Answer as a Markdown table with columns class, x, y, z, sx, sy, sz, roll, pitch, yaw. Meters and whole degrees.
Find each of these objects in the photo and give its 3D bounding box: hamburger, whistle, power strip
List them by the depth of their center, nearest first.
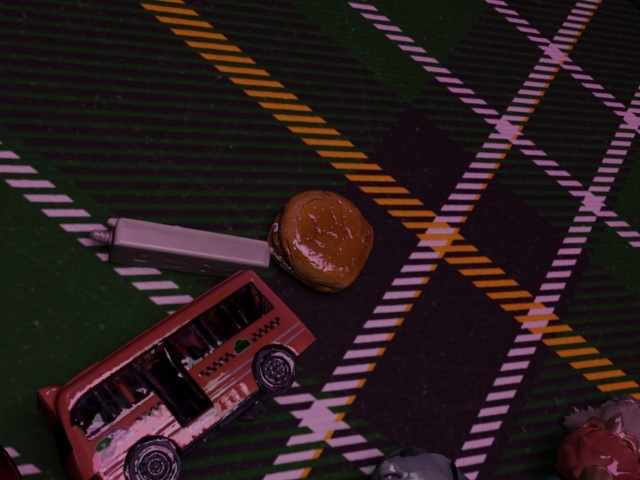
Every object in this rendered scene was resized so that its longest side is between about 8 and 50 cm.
| class | x | y | z | sx | sy | sz | roll | pitch | yaw |
| --- | --- | --- | --- | --- | --- | --- | --- | --- | --- |
| whistle | 0.182 | 0.464 | 1.272 | 0.290 | 0.163 | 0.163 | 49 | 48 | -39 |
| power strip | -0.249 | 0.018 | 1.296 | 0.338 | 0.098 | 0.058 | 10 | 66 | -20 |
| hamburger | -0.001 | 0.001 | 1.419 | 0.213 | 0.108 | 0.214 | 12 | 64 | -25 |

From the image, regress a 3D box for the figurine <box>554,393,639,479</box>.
| class | x | y | z | sx | sy | sz | roll | pitch | yaw |
| --- | --- | --- | --- | --- | --- | --- | --- | --- | --- |
| figurine | 0.569 | 0.415 | 1.409 | 0.207 | 0.166 | 0.387 | 29 | 26 | 31 |

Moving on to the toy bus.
| class | x | y | z | sx | sy | sz | roll | pitch | yaw |
| --- | --- | --- | --- | --- | --- | --- | --- | --- | --- |
| toy bus | -0.227 | 0.240 | 1.142 | 0.427 | 0.203 | 0.233 | -34 | 79 | -34 |

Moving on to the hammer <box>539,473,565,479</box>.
| class | x | y | z | sx | sy | sz | roll | pitch | yaw |
| --- | --- | --- | --- | --- | --- | --- | --- | --- | --- |
| hammer | 0.446 | 0.561 | 1.378 | 0.116 | 0.069 | 0.194 | 44 | 62 | 2 |

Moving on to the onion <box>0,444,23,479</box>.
| class | x | y | z | sx | sy | sz | roll | pitch | yaw |
| --- | --- | --- | --- | --- | --- | --- | --- | --- | --- |
| onion | -0.530 | 0.412 | 0.882 | 0.348 | 0.348 | 0.385 | -21 | 112 | -31 |
